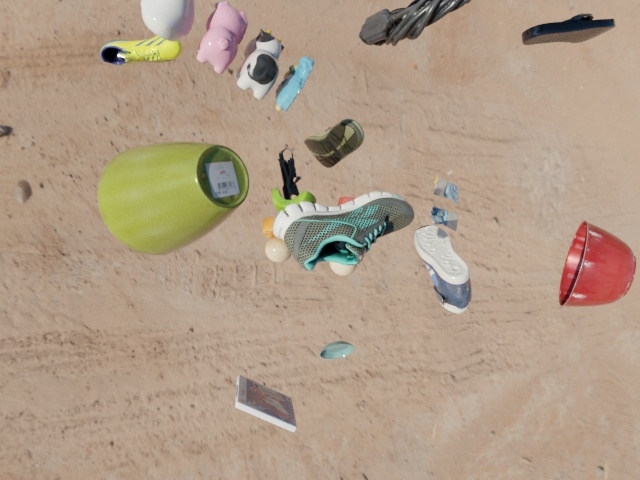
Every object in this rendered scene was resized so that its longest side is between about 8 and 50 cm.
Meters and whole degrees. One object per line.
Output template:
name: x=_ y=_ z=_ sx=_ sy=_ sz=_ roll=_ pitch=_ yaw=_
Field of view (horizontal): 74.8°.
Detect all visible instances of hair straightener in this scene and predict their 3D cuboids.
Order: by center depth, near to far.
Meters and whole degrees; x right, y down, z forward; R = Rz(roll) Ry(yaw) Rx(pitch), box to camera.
hair straightener: x=-0.085 y=-0.198 z=1.333 sx=0.047 sy=0.089 sz=0.230 roll=-4 pitch=84 yaw=-44

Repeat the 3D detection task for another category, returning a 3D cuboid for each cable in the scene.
cable: x=0.139 y=-0.282 z=0.508 sx=0.150 sy=0.184 sz=0.047 roll=-28 pitch=110 yaw=-13

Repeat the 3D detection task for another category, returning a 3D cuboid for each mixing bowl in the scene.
mixing bowl: x=0.557 y=0.059 z=0.838 sx=0.098 sy=0.181 sz=0.181 roll=16 pitch=74 yaw=21

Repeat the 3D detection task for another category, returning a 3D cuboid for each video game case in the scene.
video game case: x=-0.174 y=0.511 z=1.325 sx=0.201 sy=0.183 sz=0.023 roll=29 pitch=92 yaw=-12

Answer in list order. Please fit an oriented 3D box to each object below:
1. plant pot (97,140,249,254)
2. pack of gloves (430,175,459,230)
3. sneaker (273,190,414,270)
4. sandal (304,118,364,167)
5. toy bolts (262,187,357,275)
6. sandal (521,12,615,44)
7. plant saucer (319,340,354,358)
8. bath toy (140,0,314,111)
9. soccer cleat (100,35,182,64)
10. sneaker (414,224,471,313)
plant pot: x=-0.307 y=-0.115 z=0.962 sx=0.275 sy=0.293 sz=0.275 roll=11 pitch=75 yaw=-49
pack of gloves: x=0.521 y=-0.154 z=1.785 sx=0.232 sy=0.046 sz=0.195 roll=11 pitch=87 yaw=-46
sneaker: x=0.036 y=-0.004 z=0.457 sx=0.166 sy=0.065 sz=0.076 roll=-12 pitch=50 yaw=-20
sandal: x=0.052 y=-0.306 z=1.301 sx=0.086 sy=0.303 sz=0.120 roll=-47 pitch=110 yaw=-23
toy bolts: x=0.000 y=0.000 z=0.939 sx=0.228 sy=0.218 sz=0.158 roll=7 pitch=72 yaw=20
sandal: x=0.622 y=-0.533 z=1.037 sx=0.254 sy=0.097 sz=0.054 roll=-10 pitch=95 yaw=-16
plant saucer: x=0.054 y=0.364 z=1.403 sx=0.119 sy=0.119 sz=0.021 roll=0 pitch=52 yaw=-16
bath toy: x=-0.181 y=-0.415 z=0.863 sx=0.348 sy=0.129 sz=0.151 roll=23 pitch=33 yaw=-33
soccer cleat: x=-0.636 y=-0.665 z=1.488 sx=0.289 sy=0.093 sz=0.121 roll=0 pitch=42 yaw=6
sneaker: x=0.440 y=0.119 z=1.528 sx=0.130 sy=0.323 sz=0.236 roll=-18 pitch=128 yaw=-3
